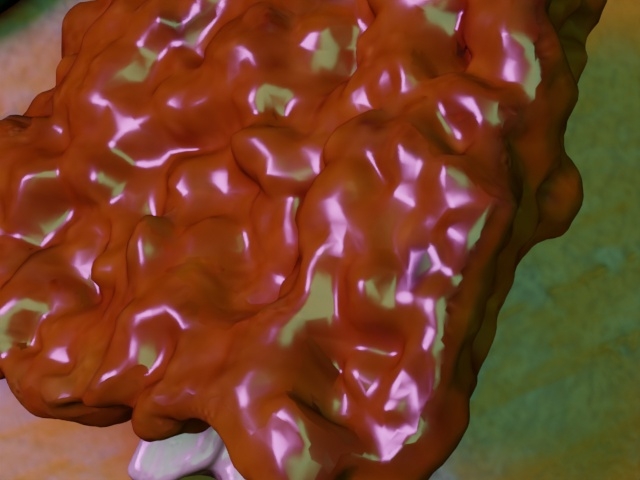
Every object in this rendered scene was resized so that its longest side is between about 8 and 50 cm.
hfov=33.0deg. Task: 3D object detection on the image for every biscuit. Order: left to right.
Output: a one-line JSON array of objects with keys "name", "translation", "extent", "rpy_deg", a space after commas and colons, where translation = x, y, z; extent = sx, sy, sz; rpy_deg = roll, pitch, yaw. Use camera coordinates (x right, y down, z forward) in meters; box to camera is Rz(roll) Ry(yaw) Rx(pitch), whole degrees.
[{"name": "biscuit", "translation": [-0.031, -0.046, 0.531], "extent": [0.312, 0.110, 0.318], "rpy_deg": [10, 71, 35]}]

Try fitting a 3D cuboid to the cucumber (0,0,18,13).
[{"name": "cucumber", "translation": [-0.141, -0.201, 0.641], "extent": [0.284, 0.056, 0.056], "rpy_deg": [-39, 90, -17]}]

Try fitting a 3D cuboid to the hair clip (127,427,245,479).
[{"name": "hair clip", "translation": [0.000, 0.000, 0.618], "extent": [0.101, 0.085, 0.331], "rpy_deg": [26, 79, 2]}]
